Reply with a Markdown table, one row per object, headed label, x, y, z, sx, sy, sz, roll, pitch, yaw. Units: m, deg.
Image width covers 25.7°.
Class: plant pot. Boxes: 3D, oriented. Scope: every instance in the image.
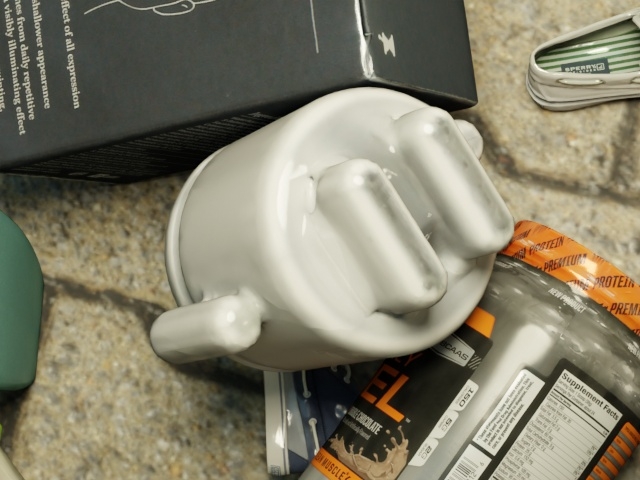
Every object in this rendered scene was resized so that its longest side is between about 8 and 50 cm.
| label | x | y | z | sx | sy | sz | roll | pitch | yaw |
| --- | --- | --- | --- | --- | --- | --- | --- | --- | --- |
| plant pot | -0.345 | 0.061 | 1.258 | 0.165 | 0.234 | 0.166 | -1 | 74 | 13 |

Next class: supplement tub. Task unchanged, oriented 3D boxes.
| label | x | y | z | sx | sy | sz | roll | pitch | yaw |
| --- | --- | --- | --- | --- | --- | --- | --- | --- | --- |
| supplement tub | 0.129 | 0.165 | 1.139 | 0.207 | 0.207 | 0.338 | 35 | 84 | 19 |

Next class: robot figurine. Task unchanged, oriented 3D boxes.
| label | x | y | z | sx | sy | sz | roll | pitch | yaw |
| --- | --- | --- | --- | --- | --- | --- | --- | --- | --- |
| robot figurine | 0.000 | 0.000 | 1.105 | 0.300 | 0.353 | 0.200 | -33 | 97 | -27 |

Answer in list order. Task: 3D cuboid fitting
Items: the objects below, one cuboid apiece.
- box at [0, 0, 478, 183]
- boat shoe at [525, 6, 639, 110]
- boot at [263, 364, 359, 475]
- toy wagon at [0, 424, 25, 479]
| label | x | y | z | sx | sy | sz | roll | pitch | yaw |
| --- | --- | --- | --- | --- | --- | --- | --- | --- | --- |
| box | -0.098 | -0.228 | 1.212 | 0.395 | 0.212 | 0.294 | -10 | 84 | 30 |
| boat shoe | 0.296 | -0.169 | 1.259 | 0.226 | 0.076 | 0.083 | -18 | 72 | 7 |
| boot | -0.009 | 0.115 | 1.265 | 0.086 | 0.069 | 0.190 | -3 | 77 | -2 |
| toy wagon | -0.354 | 0.295 | 1.287 | 0.344 | 0.068 | 0.267 | 3 | 76 | 13 |
